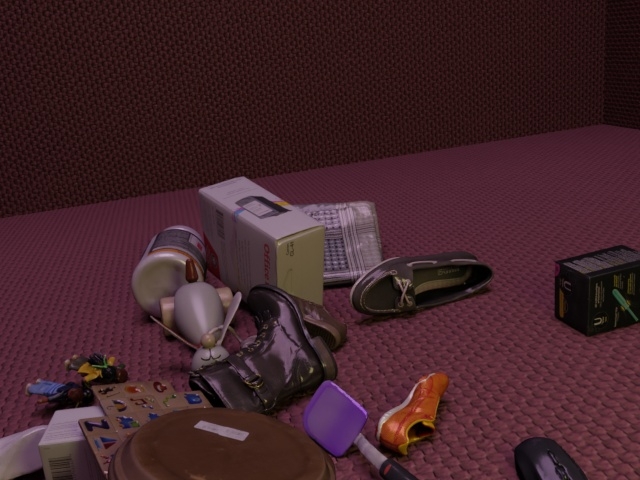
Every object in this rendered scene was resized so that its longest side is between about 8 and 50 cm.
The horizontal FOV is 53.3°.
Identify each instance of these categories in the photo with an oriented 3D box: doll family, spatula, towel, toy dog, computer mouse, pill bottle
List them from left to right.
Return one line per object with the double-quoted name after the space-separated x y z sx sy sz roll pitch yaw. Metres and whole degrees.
-0.425 0.252 1.139 0.112 0.076 0.193 7 27 25 "doll family"
-0.353 0.064 1.539 0.162 0.162 0.278 -7 18 -3 "pill bottle"
-0.231 0.141 1.258 0.220 0.160 0.334 -19 22 -34 "toy dog"
0.000 0.000 1.628 0.313 0.056 0.324 -6 38 2 "towel"
0.075 0.291 0.855 0.084 0.030 0.296 -55 38 -5 "spatula"
0.304 0.305 0.756 0.071 0.041 0.242 -10 19 -12 "computer mouse"

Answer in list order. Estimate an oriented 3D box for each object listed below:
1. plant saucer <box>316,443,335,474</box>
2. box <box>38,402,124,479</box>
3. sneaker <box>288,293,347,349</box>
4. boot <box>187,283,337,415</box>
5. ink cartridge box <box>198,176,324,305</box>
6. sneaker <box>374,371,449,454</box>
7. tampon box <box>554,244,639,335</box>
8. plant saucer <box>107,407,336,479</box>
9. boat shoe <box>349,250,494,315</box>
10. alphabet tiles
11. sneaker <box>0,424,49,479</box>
-0.064 0.315 0.876 0.169 0.029 0.168 -5 18 2 "plant saucer"
-0.326 0.298 0.899 0.102 0.101 0.087 -6 17 -6 "box"
-0.034 0.148 1.257 0.188 0.066 0.071 32 28 14 "sneaker"
-0.121 0.192 1.082 0.229 0.091 0.263 -19 47 -34 "boot"
-0.133 0.019 1.404 0.131 0.226 0.306 -22 37 -34 "ink cartridge box"
0.150 0.259 0.948 0.067 0.064 0.175 24 38 30 "sneaker"
0.539 0.091 1.205 0.161 0.120 0.101 -11 19 -15 "tampon box"
-0.114 0.272 0.780 0.278 0.041 0.278 9 8 -1 "plant saucer"
0.221 0.087 1.350 0.335 0.112 0.095 -12 14 -29 "boat shoe"
-0.224 0.259 0.882 0.198 0.009 0.237 4 18 -38 "alphabet tiles"
-0.487 0.330 0.933 0.212 0.080 0.094 -16 1 -24 "sneaker"
